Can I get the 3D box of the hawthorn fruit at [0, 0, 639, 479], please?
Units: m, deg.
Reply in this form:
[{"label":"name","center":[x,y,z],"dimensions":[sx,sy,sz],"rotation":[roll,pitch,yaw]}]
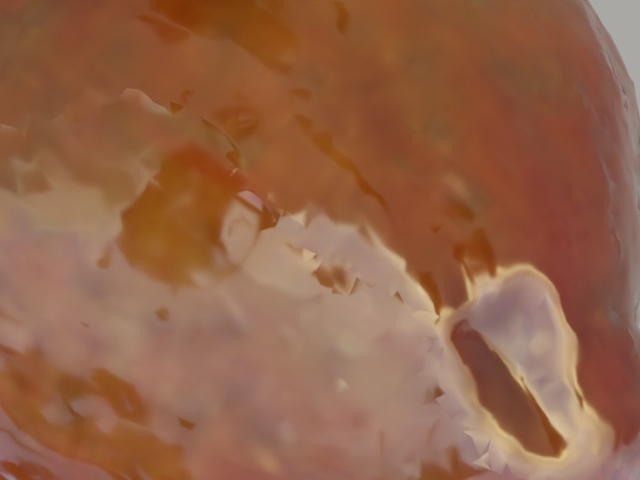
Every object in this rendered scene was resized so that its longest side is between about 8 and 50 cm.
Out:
[{"label":"hawthorn fruit","center":[0.000,0.000,0.451],"dimensions":[0.262,0.210,0.210],"rotation":[32,-170,26]}]
